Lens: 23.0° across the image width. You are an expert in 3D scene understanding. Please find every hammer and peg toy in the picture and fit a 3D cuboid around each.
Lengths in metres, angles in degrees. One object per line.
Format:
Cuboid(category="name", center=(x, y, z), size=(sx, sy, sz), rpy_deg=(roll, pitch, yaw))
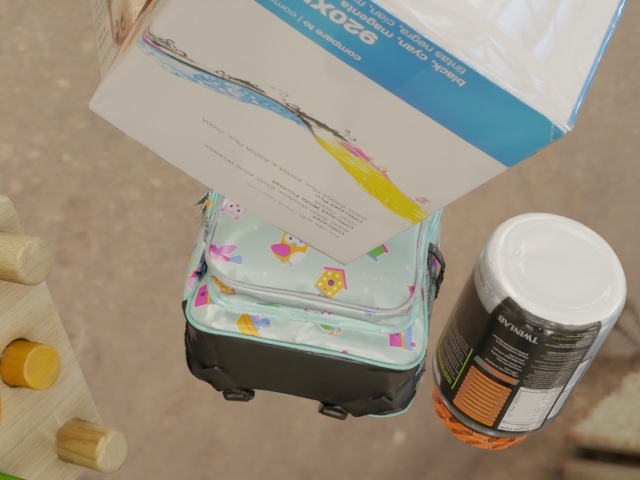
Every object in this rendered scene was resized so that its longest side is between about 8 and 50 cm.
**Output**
Cuboid(category="hammer and peg toy", center=(-0.314, 0.155, 1.142), size=(0.361, 0.127, 0.266), rpy_deg=(-42, 128, -40))

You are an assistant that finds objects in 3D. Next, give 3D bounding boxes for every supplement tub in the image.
Cuboid(category="supplement tub", center=(0.157, 0.078, 1.247), size=(0.117, 0.117, 0.190), rpy_deg=(-47, 165, -39))

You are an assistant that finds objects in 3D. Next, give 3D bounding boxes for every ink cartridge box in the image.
Cuboid(category="ink cartridge box", center=(0.023, -0.122, 0.763), size=(0.168, 0.233, 0.171), rpy_deg=(32, 63, -13))

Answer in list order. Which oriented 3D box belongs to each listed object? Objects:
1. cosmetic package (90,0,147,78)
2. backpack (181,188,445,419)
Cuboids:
Cuboid(category="cosmetic package", center=(-0.113, -0.289, 1.265), size=(0.153, 0.129, 0.296), rpy_deg=(-7, 80, -20))
Cuboid(category="backpack", center=(0.000, 0.000, 1.018), size=(0.144, 0.166, 0.188), rpy_deg=(96, 4, -52))
